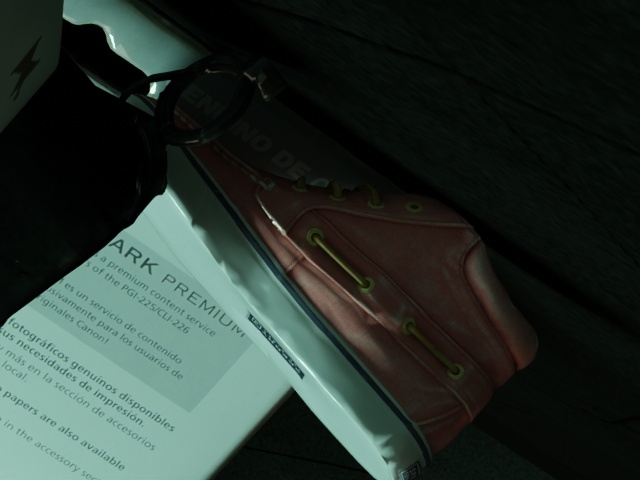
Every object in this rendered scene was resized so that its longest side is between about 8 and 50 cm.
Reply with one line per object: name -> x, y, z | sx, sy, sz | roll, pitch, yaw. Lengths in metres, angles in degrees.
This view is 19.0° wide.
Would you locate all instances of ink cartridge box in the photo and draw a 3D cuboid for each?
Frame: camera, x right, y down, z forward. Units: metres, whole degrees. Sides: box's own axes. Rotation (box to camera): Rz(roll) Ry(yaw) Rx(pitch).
ink cartridge box -> -0.146, -0.029, 0.812 | 0.309, 0.272, 0.130 | 36, -154, -14

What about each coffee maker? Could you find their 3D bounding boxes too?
coffee maker -> -0.138, -0.072, 0.615 | 0.178, 0.171, 0.120 | 55, 167, -29

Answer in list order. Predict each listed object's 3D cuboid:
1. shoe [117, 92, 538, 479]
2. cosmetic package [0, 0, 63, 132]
shoe -> 0.000, 0.000, 0.710 | 0.178, 0.081, 0.063 | 49, 166, 3
cosmetic package -> -0.256, -0.107, 0.428 | 0.365, 0.197, 0.155 | 32, 154, 5
